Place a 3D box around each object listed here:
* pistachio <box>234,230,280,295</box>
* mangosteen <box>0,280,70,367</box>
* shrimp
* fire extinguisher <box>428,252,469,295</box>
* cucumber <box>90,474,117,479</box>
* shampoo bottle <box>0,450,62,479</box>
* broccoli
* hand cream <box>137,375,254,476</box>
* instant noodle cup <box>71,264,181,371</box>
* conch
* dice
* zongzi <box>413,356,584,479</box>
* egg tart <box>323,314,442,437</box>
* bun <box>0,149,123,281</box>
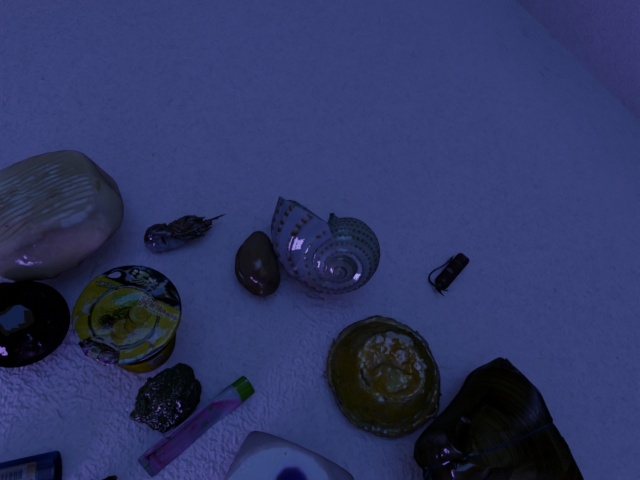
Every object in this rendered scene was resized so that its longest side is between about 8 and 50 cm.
[{"bbox_3d":[-0.166,0.061,1.231,0.124,0.124,0.185,4,57,-10],"label":"pistachio"},{"bbox_3d":[-0.679,0.175,1.032,0.230,0.194,0.194,19,56,28],"label":"mangosteen"},{"bbox_3d":[-0.365,-0.033,1.267,0.232,0.079,0.090,-23,30,-25],"label":"shrimp"},{"bbox_3d":[0.373,0.097,1.369,0.078,0.045,0.157,26,56,36],"label":"fire extinguisher"},{"bbox_3d":[-0.514,0.607,0.863,0.096,0.096,0.359,29,59,5],"label":"cucumber"},{"bbox_3d":[-0.625,0.489,0.931,0.182,0.050,0.087,-7,65,-16],"label":"shampoo bottle"},{"bbox_3d":[-0.341,0.349,1.026,0.137,0.146,0.162,8,35,38],"label":"broccoli"},{"bbox_3d":[-0.269,0.410,1.036,0.275,0.050,0.079,-34,110,-27],"label":"hand cream"},{"bbox_3d":[-0.408,0.198,1.031,0.215,0.236,0.216,5,60,-9],"label":"instant noodle cup"},{"bbox_3d":[-0.006,0.015,1.230,0.302,0.319,0.215,26,89,-16],"label":"conch"},{"bbox_3d":[-0.082,0.541,0.900,0.243,0.259,0.251,22,60,4],"label":"dice"},{"bbox_3d":[0.426,0.522,1.006,0.403,0.208,0.432,-18,70,-48],"label":"zongzi"},{"bbox_3d":[0.170,0.324,1.152,0.314,0.120,0.315,5,61,-9],"label":"egg tart"},{"bbox_3d":[-0.651,-0.054,1.141,0.360,0.213,0.361,-2,53,3],"label":"bun"}]
